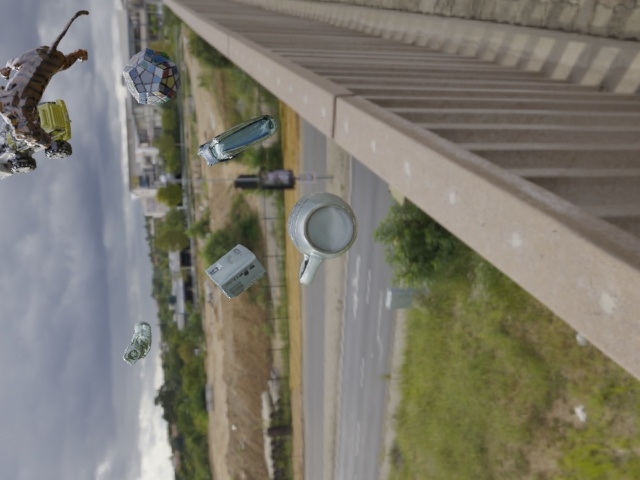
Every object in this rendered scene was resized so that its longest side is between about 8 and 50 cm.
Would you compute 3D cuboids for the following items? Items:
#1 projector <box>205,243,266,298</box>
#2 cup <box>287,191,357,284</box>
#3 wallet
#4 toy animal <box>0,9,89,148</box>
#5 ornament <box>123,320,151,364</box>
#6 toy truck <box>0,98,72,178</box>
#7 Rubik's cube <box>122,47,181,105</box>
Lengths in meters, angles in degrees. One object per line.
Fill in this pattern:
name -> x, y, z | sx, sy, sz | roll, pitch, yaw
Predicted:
projector -> -0.206, 0.077, 1.517 | 0.061, 0.115, 0.147 | 57, 167, -22
cup -> 0.000, 0.000, 1.647 | 0.234, 0.187, 0.257 | -134, 60, -82
wallet -> -0.185, -0.212, 1.350 | 0.059, 0.141, 0.202 | 66, 161, -11
toy animal -> -0.449, -0.277, 1.004 | 0.116, 0.114, 0.255 | 1, 69, 62
ornament -> -0.328, 0.185, 1.132 | 0.092, 0.041, 0.068 | -167, 92, -79
toy truck -> -0.699, -0.240, 1.467 | 0.111, 0.286, 0.136 | 5, -111, -64
Rubik's cube -> -0.332, -0.321, 1.227 | 0.093, 0.111, 0.111 | -90, 1, -76
